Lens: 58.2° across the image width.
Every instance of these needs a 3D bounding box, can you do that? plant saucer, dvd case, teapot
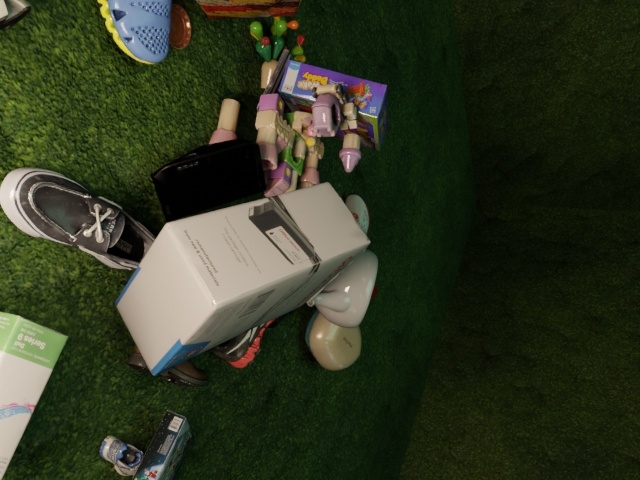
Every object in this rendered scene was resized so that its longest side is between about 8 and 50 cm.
[{"bbox_3d":[-0.285,-0.418,1.127,0.083,0.013,0.083,-19,112,-61],"label":"plant saucer"},{"bbox_3d":[-0.097,-0.341,1.426,0.221,0.018,0.164,69,42,-73],"label":"dvd case"},{"bbox_3d":[0.047,0.118,1.651,0.256,0.187,0.252,109,-3,-67],"label":"teapot"}]

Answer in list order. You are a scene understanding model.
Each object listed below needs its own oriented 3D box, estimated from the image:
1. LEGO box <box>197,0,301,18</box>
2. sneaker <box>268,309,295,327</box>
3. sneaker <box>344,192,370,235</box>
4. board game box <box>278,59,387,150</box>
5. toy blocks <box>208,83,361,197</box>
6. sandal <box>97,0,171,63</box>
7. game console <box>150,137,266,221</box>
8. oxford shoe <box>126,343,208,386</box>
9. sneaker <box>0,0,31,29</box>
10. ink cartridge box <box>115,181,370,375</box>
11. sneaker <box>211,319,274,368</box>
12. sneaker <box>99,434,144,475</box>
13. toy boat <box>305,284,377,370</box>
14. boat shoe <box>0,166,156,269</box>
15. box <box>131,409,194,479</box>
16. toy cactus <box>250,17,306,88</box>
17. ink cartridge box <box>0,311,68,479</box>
[{"bbox_3d":[-0.134,-0.672,1.002,0.372,0.193,0.499,-111,-161,-76],"label":"LEGO box"},{"bbox_3d":[-0.090,0.117,1.551,0.293,0.102,0.146,-54,148,-40],"label":"sneaker"},{"bbox_3d":[0.094,-0.016,1.889,0.145,0.090,0.269,-23,118,-63],"label":"sneaker"},{"bbox_3d":[0.047,-0.329,1.447,0.347,0.234,0.078,25,83,-82],"label":"board game box"},{"bbox_3d":[-0.064,-0.155,1.292,0.288,0.309,0.259,39,55,-59],"label":"toy blocks"},{"bbox_3d":[-0.293,-0.462,0.968,0.126,0.138,0.317,-35,128,-59],"label":"sandal"},{"bbox_3d":[-0.208,-0.045,1.203,0.213,0.044,0.361,-20,137,-13],"label":"game console"},{"bbox_3d":[-0.291,0.242,1.176,0.227,0.083,0.096,54,44,-55],"label":"oxford shoe"},{"bbox_3d":[-0.502,-0.247,0.637,0.146,0.123,0.330,57,44,-27],"label":"sneaker"},{"bbox_3d":[-0.140,0.061,1.092,0.395,0.285,0.166,-20,72,-46],"label":"ink cartridge box"},{"bbox_3d":[-0.168,0.162,1.334,0.135,0.098,0.276,29,91,-44],"label":"sneaker"},{"bbox_3d":[-0.362,0.419,1.093,0.052,0.058,0.135,-68,151,-30],"label":"sneaker"},{"bbox_3d":[0.060,0.255,1.846,0.318,0.148,0.267,-60,141,-26],"label":"toy boat"},{"bbox_3d":[-0.369,-0.024,0.938,0.301,0.102,0.108,50,51,-56],"label":"boat shoe"},{"bbox_3d":[-0.326,0.469,1.128,0.159,0.044,0.233,100,11,-58],"label":"box"},{"bbox_3d":[-0.101,-0.458,1.412,0.219,0.112,0.180,-13,117,-72],"label":"toy cactus"},{"bbox_3d":[-0.456,0.199,0.750,0.093,0.154,0.212,50,52,-56],"label":"ink cartridge box"}]
